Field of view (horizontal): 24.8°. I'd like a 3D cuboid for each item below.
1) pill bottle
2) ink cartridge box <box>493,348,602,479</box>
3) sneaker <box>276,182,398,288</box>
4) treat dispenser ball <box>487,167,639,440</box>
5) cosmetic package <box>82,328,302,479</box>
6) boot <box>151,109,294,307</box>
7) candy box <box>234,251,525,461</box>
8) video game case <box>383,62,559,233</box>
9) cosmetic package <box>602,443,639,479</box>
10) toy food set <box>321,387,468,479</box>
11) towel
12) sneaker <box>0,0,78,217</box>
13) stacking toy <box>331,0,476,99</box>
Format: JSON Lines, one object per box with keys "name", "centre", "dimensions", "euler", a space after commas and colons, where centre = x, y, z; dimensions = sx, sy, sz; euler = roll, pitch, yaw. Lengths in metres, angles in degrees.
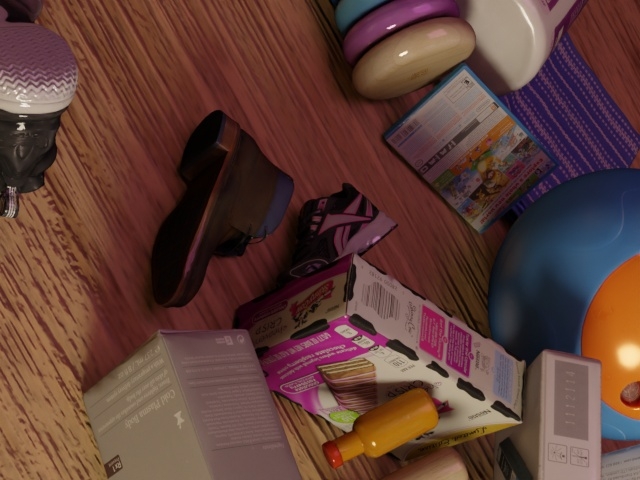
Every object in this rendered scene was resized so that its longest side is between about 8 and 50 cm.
{"name": "pill bottle", "centre": [0.232, -0.309, 1.717], "dimensions": [0.169, 0.169, 0.301], "euler": [53, 43, -13]}
{"name": "ink cartridge box", "centre": [0.192, 0.291, 1.372], "dimensions": [0.066, 0.261, 0.296], "euler": [11, 59, -7]}
{"name": "sneaker", "centre": [0.000, 0.000, 1.421], "dimensions": [0.077, 0.072, 0.178], "euler": [50, 34, 1]}
{"name": "treat dispenser ball", "centre": [0.321, 0.067, 1.538], "dimensions": [0.288, 0.288, 0.288], "euler": [22, 57, -38]}
{"name": "cosmetic package", "centre": [-0.088, 0.201, 1.154], "dimensions": [0.107, 0.127, 0.238], "euler": [4, 57, -45]}
{"name": "boot", "centre": [-0.081, -0.012, 1.321], "dimensions": [0.106, 0.082, 0.219], "euler": [35, 48, -26]}
{"name": "candy box", "centre": [0.054, 0.115, 1.340], "dimensions": [0.233, 0.159, 0.071], "euler": [31, 50, -31]}
{"name": "video game case", "centre": [0.166, -0.099, 1.596], "dimensions": [0.166, 0.119, 0.015], "euler": [43, 13, -23]}
{"name": "cosmetic package", "centre": [0.354, 0.418, 1.508], "dimensions": [0.197, 0.155, 0.365], "euler": [28, 52, -37]}
{"name": "toy food set", "centre": [0.081, 0.255, 1.313], "dimensions": [0.104, 0.111, 0.232], "euler": [-24, 132, -14]}
{"name": "towel", "centre": [0.291, -0.123, 1.785], "dimensions": [0.243, 0.040, 0.336], "euler": [51, 43, -16]}
{"name": "sneaker", "centre": [-0.273, -0.131, 1.172], "dimensions": [0.101, 0.153, 0.268], "euler": [1, 34, -27]}
{"name": "stacking toy", "centre": [0.041, -0.324, 1.573], "dimensions": [0.141, 0.141, 0.330], "euler": [-11, 72, -47]}
